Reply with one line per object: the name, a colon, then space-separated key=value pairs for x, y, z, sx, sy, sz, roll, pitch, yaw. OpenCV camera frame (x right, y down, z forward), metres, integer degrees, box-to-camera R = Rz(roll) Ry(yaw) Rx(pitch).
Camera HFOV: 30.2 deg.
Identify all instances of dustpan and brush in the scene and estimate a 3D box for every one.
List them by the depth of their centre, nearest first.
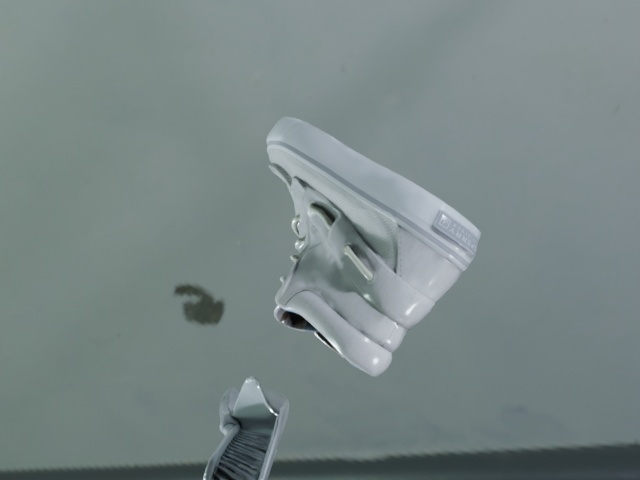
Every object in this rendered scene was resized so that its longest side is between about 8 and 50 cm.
dustpan and brush: x=-0.064 y=0.157 z=0.920 sx=0.060 sy=0.211 sz=0.147 roll=18 pitch=102 yaw=3

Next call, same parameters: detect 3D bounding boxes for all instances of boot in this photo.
boot: x=0.000 y=0.000 z=0.813 sx=0.095 sy=0.258 sz=0.123 roll=35 pitch=90 yaw=-27
